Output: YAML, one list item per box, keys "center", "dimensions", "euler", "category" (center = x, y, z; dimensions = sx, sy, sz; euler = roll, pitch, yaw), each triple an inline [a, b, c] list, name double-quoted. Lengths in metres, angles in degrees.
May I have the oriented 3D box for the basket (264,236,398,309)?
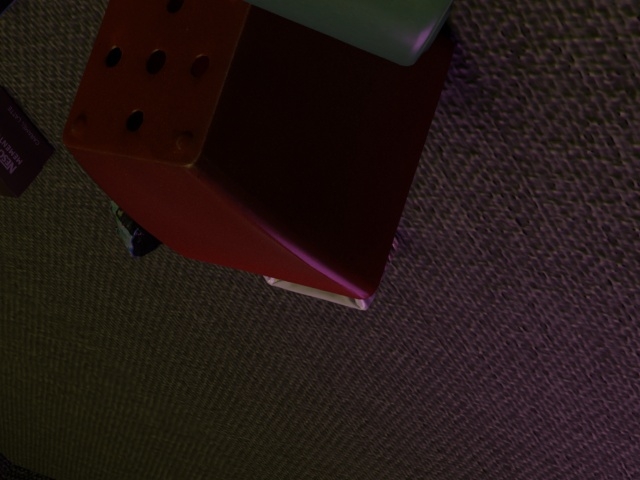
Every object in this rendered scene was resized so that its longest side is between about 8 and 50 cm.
- center: [0.000, 0.000, 1.642]
  dimensions: [0.167, 0.103, 0.113]
  euler: [14, 148, 38]
  category: "basket"

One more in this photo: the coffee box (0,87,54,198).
- center: [-0.541, -0.155, 2.024]
  dimensions: [0.246, 0.098, 0.141]
  euler: [8, 144, 43]
  category: "coffee box"

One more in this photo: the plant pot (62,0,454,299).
- center: [-0.076, -0.122, 1.245]
  dimensions: [0.267, 0.267, 0.236]
  euler: [12, 171, 39]
  category: "plant pot"

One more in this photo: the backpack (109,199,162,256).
- center: [-0.241, -0.037, 1.873]
  dimensions: [0.084, 0.105, 0.114]
  euler: [53, 159, 15]
  category: "backpack"

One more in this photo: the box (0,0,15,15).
- center: [-0.501, -0.348, 1.641]
  dimensions: [0.244, 0.100, 0.060]
  euler: [45, 154, -20]
  category: "box"

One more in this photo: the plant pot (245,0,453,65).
- center: [-0.025, -0.305, 0.917]
  dimensions: [0.334, 0.341, 0.341]
  euler: [27, 155, -2]
  category: "plant pot"
